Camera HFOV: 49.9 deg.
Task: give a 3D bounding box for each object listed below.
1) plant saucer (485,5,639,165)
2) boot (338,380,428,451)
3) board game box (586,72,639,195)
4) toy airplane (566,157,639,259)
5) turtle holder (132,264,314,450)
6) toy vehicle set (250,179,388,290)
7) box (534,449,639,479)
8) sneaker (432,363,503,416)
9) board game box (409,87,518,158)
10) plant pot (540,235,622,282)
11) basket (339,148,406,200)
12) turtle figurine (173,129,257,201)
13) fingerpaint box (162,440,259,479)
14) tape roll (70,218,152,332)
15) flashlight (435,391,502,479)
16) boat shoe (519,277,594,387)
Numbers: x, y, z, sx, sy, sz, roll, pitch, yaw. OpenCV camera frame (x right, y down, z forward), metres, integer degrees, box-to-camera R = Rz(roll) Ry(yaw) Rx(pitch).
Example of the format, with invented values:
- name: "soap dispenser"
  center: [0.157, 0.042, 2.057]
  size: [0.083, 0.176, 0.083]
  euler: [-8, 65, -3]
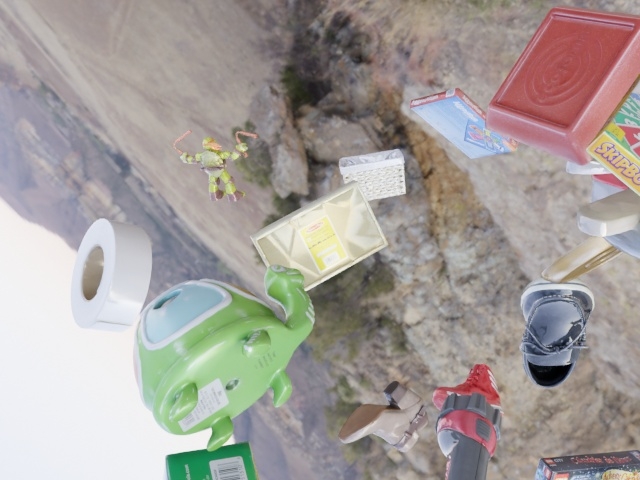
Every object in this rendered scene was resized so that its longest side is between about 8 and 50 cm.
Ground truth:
- name: "plant saucer"
  center: [0.407, -0.276, 1.138]
  size: [0.048, 0.258, 0.259]
  euler: [28, -172, -33]
- name: "boot"
  center: [0.087, 0.240, 0.881]
  size: [0.087, 0.118, 0.042]
  euler: [58, 165, -25]
- name: "board game box"
  center: [0.380, -0.117, 0.749]
  size: [0.124, 0.259, 0.039]
  euler: [42, 133, 6]
- name: "toy airplane"
  center: [0.574, -0.064, 1.047]
  size: [0.384, 0.386, 0.272]
  euler: [-28, -75, -75]
- name: "turtle holder"
  center: [-0.169, 0.161, 1.148]
  size: [0.227, 0.320, 0.243]
  euler: [45, -173, 34]
- name: "toy vehicle set"
  center: [0.000, 0.000, 1.527]
  size: [0.166, 0.267, 0.035]
  euler: [64, 172, -17]
- name: "box"
  center: [0.509, 0.487, 1.312]
  size: [0.044, 0.233, 0.159]
  euler: [-133, 47, -64]
- name: "sneaker"
  center: [0.358, 0.364, 1.705]
  size: [0.221, 0.128, 0.087]
  euler: [26, 139, -34]
- name: "board game box"
  center: [0.370, -0.293, 1.756]
  size: [0.145, 0.027, 0.281]
  euler: [-4, 155, 46]
- name: "plant pot"
  center: [0.534, 0.021, 1.314]
  size: [0.032, 0.236, 0.236]
  euler: [61, 173, 19]
- name: "basket"
  center: [0.139, -0.169, 1.806]
  size: [0.113, 0.167, 0.103]
  euler: [-87, -12, -71]
- name: "turtle figurine"
  center: [-0.291, -0.217, 2.002]
  size: [0.270, 0.087, 0.217]
  euler: [-5, 123, 17]
- name: "fingerpaint box"
  center: [-0.171, 0.638, 1.156]
  size: [0.444, 0.163, 0.371]
  euler: [-113, 29, -42]
- name: "tape roll"
  center: [-0.537, 0.091, 1.753]
  size: [0.100, 0.286, 0.286]
  euler: [14, -169, -38]
- name: "flashlight"
  center: [0.194, 0.349, 0.987]
  size: [0.103, 0.304, 0.103]
  euler: [-4, 116, 24]
- name: "boat shoe"
  center: [0.628, 0.253, 1.846]
  size: [0.187, 0.156, 0.500]
  euler: [0, 146, 11]
